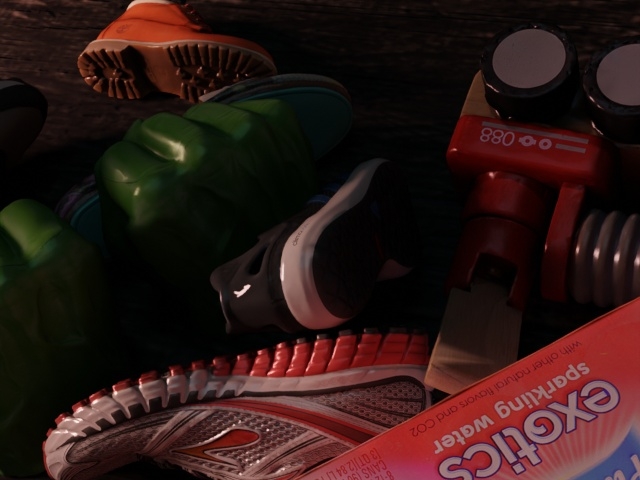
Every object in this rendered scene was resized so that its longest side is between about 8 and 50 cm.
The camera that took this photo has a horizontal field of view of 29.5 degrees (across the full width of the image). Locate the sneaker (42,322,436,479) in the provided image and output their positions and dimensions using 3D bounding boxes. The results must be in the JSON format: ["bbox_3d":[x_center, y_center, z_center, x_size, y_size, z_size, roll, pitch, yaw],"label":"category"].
[{"bbox_3d":[-0.046,0.107,0.652,0.225,0.088,0.093,-12,85,16],"label":"sneaker"}]

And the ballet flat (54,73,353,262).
[{"bbox_3d":[-0.086,-0.058,0.826,0.221,0.077,0.079,-30,31,-12],"label":"ballet flat"}]

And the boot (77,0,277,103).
[{"bbox_3d":[-0.096,-0.147,0.908,0.157,0.059,0.085,10,49,22],"label":"boot"}]

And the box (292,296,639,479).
[{"bbox_3d":[0.138,0.141,0.548,0.299,0.142,0.154,-27,50,-9],"label":"box"}]

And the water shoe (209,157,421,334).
[{"bbox_3d":[0.000,0.000,0.700,0.080,0.073,0.203,-12,7,21],"label":"water shoe"}]

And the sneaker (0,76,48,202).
[{"bbox_3d":[-0.253,0.000,0.808,0.108,0.100,0.272,26,54,2],"label":"sneaker"}]

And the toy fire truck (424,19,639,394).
[{"bbox_3d":[0.159,0.008,0.668,0.217,0.158,0.246,13,66,22],"label":"toy fire truck"}]

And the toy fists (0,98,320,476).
[{"bbox_3d":[-0.120,0.014,0.719,0.279,0.142,0.096,-33,51,-15],"label":"toy fists"}]
